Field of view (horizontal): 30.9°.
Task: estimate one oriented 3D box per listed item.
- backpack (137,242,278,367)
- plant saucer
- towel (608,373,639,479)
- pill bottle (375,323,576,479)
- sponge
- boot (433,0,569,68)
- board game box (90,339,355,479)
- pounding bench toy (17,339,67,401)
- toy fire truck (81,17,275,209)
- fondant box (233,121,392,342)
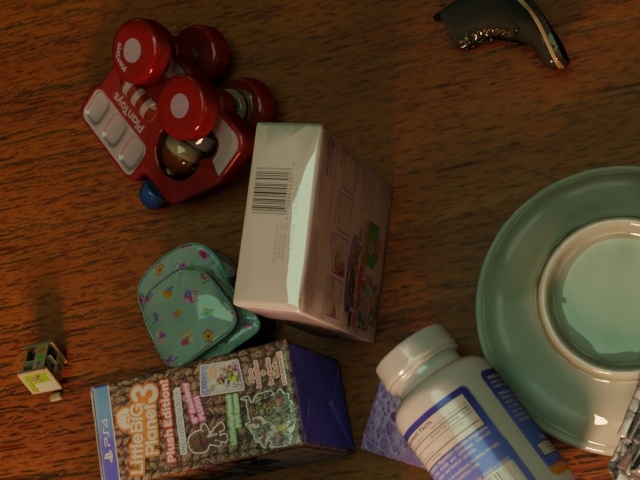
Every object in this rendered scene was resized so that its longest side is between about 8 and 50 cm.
[{"bbox_3d":[-0.182,0.099,1.717,0.166,0.144,0.188,-38,66,13],"label":"backpack"},{"bbox_3d":[0.399,0.081,1.532,0.401,0.100,0.400,-4,75,14],"label":"plant saucer"},{"bbox_3d":[0.505,0.203,1.405,0.235,0.121,0.283,24,89,-15],"label":"towel"},{"bbox_3d":[0.194,0.248,1.517,0.152,0.152,0.272,-39,69,7],"label":"pill bottle"},{"bbox_3d":[0.170,0.265,1.619,0.210,0.031,0.117,15,84,20],"label":"sponge"},{"bbox_3d":[0.264,-0.298,1.695,0.137,0.077,0.198,-34,57,14],"label":"boot"},{"bbox_3d":[-0.130,0.252,1.616,0.291,0.232,0.141,-15,73,15],"label":"board game box"},{"bbox_3d":[-0.430,0.206,1.827,0.052,0.083,0.065,-13,43,13],"label":"pounding bench toy"},{"bbox_3d":[-0.233,-0.187,1.803,0.302,0.169,0.254,51,121,22],"label":"toy fire truck"},{"bbox_3d":[0.000,0.000,1.573,0.096,0.330,0.238,3,80,21],"label":"fondant box"}]
